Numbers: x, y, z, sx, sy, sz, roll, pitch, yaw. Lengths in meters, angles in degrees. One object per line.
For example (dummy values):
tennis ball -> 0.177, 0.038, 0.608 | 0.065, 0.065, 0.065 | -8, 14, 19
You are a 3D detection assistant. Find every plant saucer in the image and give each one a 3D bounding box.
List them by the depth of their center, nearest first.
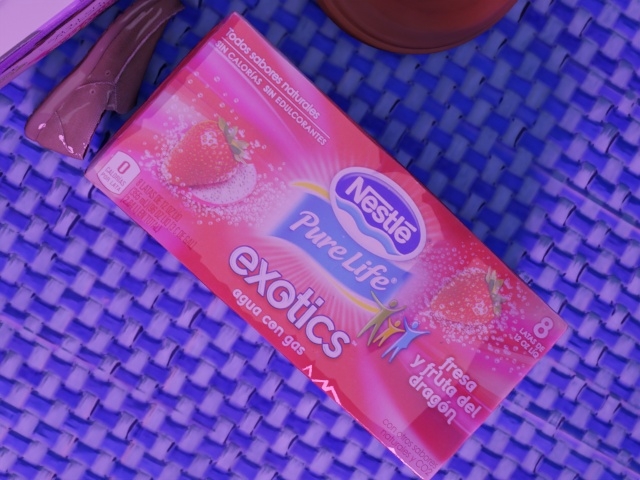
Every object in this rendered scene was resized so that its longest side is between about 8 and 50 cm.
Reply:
plant saucer -> 0.078, -0.222, 0.958 | 0.200, 0.037, 0.200 | -9, 114, -22

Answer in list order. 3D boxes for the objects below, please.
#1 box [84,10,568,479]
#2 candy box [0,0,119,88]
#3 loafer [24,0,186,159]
box -> 0.000, 0.000, 0.954 | 0.300, 0.154, 0.142 | 43, 90, -8
candy box -> -0.171, -0.168, 0.888 | 0.165, 0.196, 0.070 | -38, 99, -1
loafer -> -0.141, -0.115, 0.973 | 0.050, 0.056, 0.148 | 42, 100, -10
